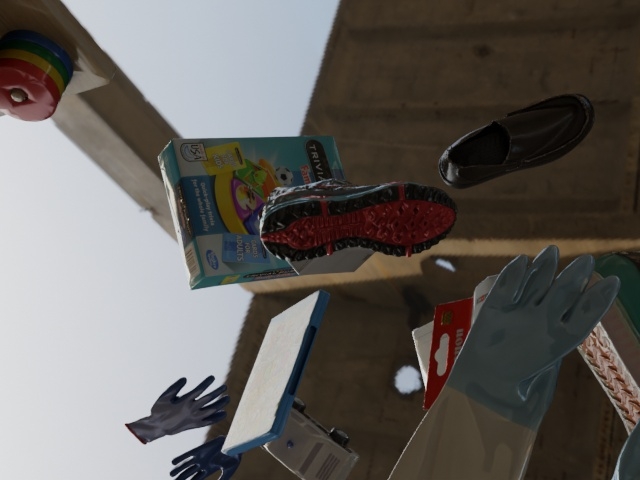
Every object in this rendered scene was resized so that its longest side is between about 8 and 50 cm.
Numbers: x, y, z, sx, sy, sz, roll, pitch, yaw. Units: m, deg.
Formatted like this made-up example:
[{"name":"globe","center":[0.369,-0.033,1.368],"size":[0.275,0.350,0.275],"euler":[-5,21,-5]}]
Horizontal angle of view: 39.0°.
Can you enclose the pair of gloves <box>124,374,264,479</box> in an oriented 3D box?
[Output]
[{"name":"pair of gloves","center":[-0.179,0.286,1.327],"size":[0.159,0.198,0.023],"euler":[-30,-153,9]}]

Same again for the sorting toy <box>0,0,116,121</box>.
[{"name":"sorting toy","center":[-0.418,-0.226,1.033],"size":[0.255,0.257,0.089],"euler":[-10,-131,27]}]

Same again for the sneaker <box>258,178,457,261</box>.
[{"name":"sneaker","center":[0.048,-0.048,1.191],"size":[0.262,0.104,0.125],"euler":[-2,-150,-8]}]

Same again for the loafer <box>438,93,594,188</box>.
[{"name":"loafer","center":[0.262,-0.131,1.202],"size":[0.220,0.078,0.080],"euler":[-27,-101,8]}]

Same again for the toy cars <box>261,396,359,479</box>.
[{"name":"toy cars","center":[-0.015,0.426,1.439],"size":[0.176,0.087,0.393],"euler":[-18,-104,19]}]

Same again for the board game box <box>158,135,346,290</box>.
[{"name":"board game box","center":[-0.099,-0.059,1.627],"size":[0.079,0.336,0.253],"euler":[-36,-115,53]}]

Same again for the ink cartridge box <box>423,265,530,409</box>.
[{"name":"ink cartridge box","center":[0.183,0.117,1.056],"size":[0.179,0.045,0.145],"euler":[-18,-127,44]}]

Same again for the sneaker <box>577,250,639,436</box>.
[{"name":"sneaker","center":[0.352,0.144,0.869],"size":[0.121,0.108,0.302],"euler":[-24,-102,-11]}]

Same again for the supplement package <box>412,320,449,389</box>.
[{"name":"supplement package","center":[0.230,0.208,1.412],"size":[0.105,0.105,0.179],"euler":[-39,-122,55]}]

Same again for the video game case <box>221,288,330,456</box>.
[{"name":"video game case","center":[-0.047,0.139,0.949],"size":[0.119,0.015,0.166],"euler":[-36,-152,53]}]

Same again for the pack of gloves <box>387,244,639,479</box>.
[{"name":"pack of gloves","center":[0.176,0.122,0.587],"size":[0.195,0.046,0.232],"euler":[25,-113,19]}]

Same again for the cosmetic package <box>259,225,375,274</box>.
[{"name":"cosmetic package","center":[0.000,0.000,1.406],"size":[0.060,0.239,0.099],"euler":[-43,-106,15]}]
